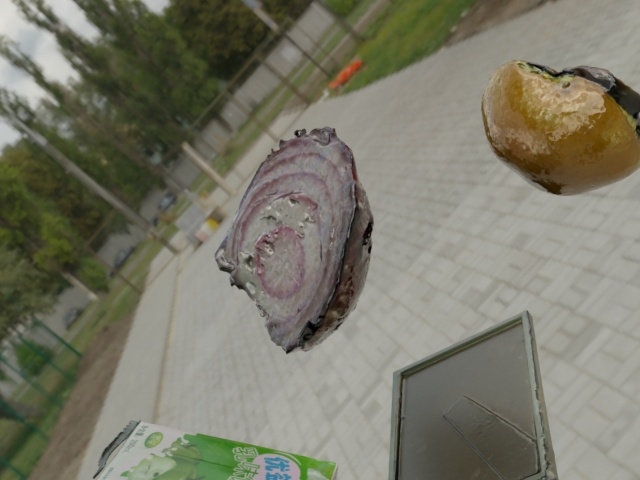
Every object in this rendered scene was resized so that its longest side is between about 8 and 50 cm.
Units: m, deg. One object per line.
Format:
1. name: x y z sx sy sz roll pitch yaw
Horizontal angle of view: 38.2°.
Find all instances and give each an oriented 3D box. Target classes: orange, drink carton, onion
1. orange: 0.223 -0.100 0.863 0.112 0.160 0.170 -66 10 -17
2. drink carton: -0.124 0.311 1.072 0.161 0.270 0.108 -59 -23 -69
3. onion: 0.000 0.000 1.301 0.280 0.146 0.314 -57 36 17

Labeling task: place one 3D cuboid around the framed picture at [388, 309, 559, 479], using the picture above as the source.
1. framed picture: 0.189 0.236 1.213 0.232 0.024 0.315 -29 25 24
